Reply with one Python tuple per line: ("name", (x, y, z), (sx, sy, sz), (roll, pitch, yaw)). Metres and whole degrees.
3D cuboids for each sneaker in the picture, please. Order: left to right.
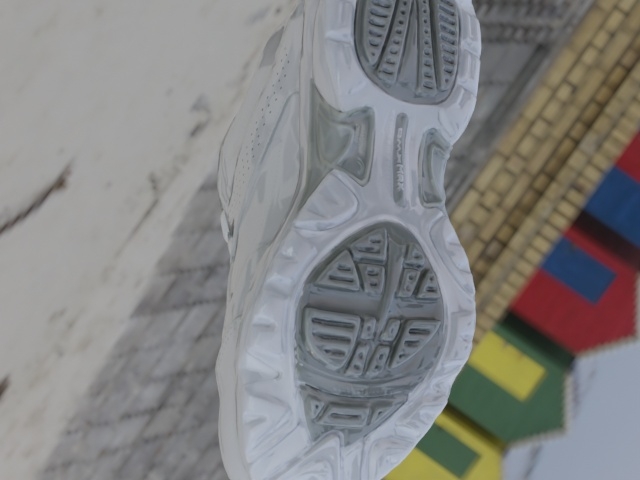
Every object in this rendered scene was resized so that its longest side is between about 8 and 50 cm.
("sneaker", (0.000, 0.000, 0.610), (0.115, 0.090, 0.232), (-28, -135, 56))
